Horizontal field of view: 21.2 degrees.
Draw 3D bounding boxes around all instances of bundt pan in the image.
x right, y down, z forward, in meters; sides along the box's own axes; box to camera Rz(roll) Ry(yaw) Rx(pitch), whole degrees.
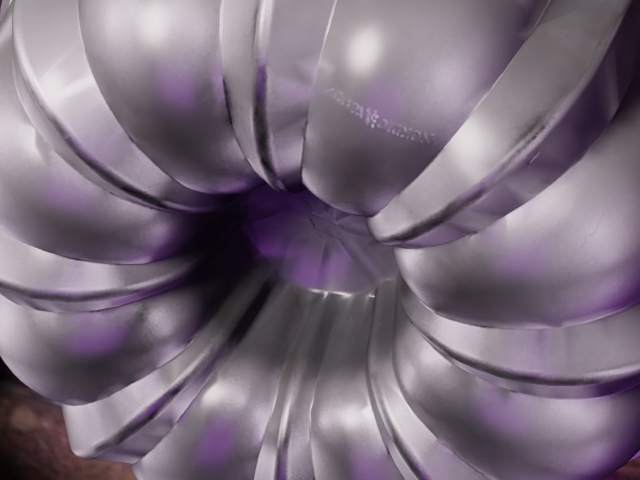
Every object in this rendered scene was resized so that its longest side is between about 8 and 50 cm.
[{"bbox_3d":[0.000,0.000,0.668,0.331,0.124,0.330,9,126,13],"label":"bundt pan"}]

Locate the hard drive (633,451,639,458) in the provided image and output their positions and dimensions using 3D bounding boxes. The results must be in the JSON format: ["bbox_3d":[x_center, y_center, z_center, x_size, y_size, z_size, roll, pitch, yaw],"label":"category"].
[{"bbox_3d":[0.014,0.004,0.770,0.307,0.040,0.203,42,127,-11],"label":"hard drive"}]
